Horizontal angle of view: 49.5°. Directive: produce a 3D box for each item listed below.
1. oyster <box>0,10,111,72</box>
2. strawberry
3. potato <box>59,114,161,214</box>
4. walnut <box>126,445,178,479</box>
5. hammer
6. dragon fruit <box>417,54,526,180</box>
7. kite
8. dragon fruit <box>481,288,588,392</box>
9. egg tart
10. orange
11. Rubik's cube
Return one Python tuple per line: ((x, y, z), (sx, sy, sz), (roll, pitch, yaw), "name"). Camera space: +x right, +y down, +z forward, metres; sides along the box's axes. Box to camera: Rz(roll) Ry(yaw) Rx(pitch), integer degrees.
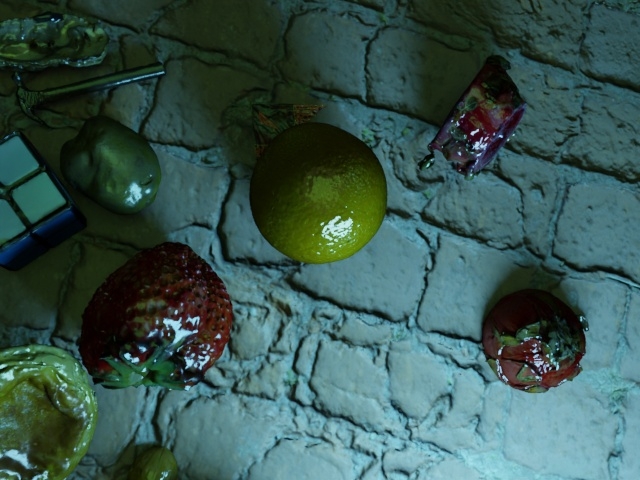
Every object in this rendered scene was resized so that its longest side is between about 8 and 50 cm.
((-0.599, -0.398, 1.394), (0.344, 0.078, 0.129), (-3, 73, -13), "oyster")
((-0.302, 0.132, 1.281), (0.238, 0.250, 0.289), (-12, 56, 22), "strawberry")
((-0.403, -0.145, 1.351), (0.200, 0.137, 0.155), (40, 108, 0), "potato")
((-0.316, 0.448, 1.301), (0.091, 0.052, 0.121), (23, 80, -7), "walnut")
((-0.460, -0.315, 1.409), (0.297, 0.027, 0.125), (-20, 107, -16), "hammer")
((0.334, -0.235, 1.449), (0.147, 0.211, 0.282), (33, 104, 4), "dragon fruit")
((-0.103, -0.253, 1.474), (0.125, 0.008, 0.222), (43, 77, 1), "kite")
((0.456, 0.201, 1.409), (0.223, 0.148, 0.219), (24, 77, -4), "dragon fruit")
((-0.556, 0.321, 1.197), (0.150, 0.352, 0.352), (27, 73, 40), "egg tart")
((-0.006, -0.091, 1.332), (0.274, 0.274, 0.274), (1, 80, -8), "orange")
((-0.568, -0.068, 1.293), (0.183, 0.167, 0.180), (-33, 86, -14), "Rubik's cube")
